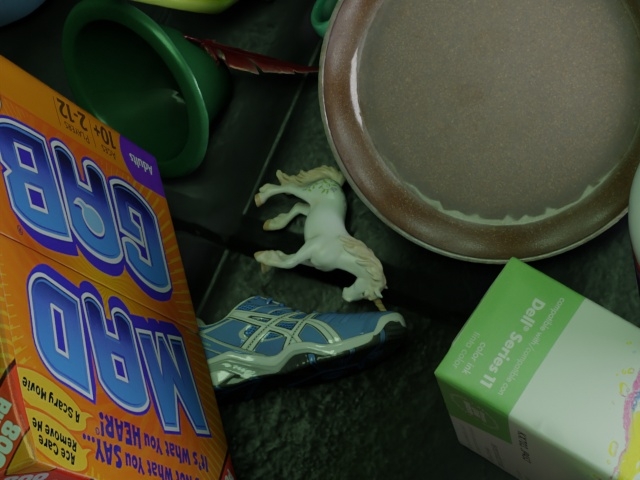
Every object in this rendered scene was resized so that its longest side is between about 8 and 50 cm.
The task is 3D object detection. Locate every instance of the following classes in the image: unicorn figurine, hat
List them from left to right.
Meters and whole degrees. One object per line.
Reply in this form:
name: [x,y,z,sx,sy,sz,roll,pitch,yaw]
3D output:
hat: [-0.105,-0.166,1.823,0.183,0.173,0.208,-36,86,-37]
unicorn figurine: [0.000,0.000,1.738,0.111,0.060,0.162,-8,70,10]

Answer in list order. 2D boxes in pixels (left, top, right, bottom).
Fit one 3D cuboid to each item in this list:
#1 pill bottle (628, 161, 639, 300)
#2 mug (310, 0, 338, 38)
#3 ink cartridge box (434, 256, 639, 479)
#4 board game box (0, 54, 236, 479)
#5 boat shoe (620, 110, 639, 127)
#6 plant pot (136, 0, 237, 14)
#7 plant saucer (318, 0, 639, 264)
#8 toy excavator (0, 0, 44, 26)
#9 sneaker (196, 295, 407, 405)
pill bottle: [0.334,0.023,1.517,0.181,0.323,0.181,-4,70,11]
mug: [0.063,-0.256,1.773,0.158,0.129,0.097,-9,41,-2]
ink cartridge box: [0.274,0.176,1.539,0.353,0.207,0.119,30,77,20]
board game box: [-0.325,0.098,1.583,0.356,0.356,0.356,-22,68,16]
boat shoe: [0.322,-0.147,1.727,0.153,0.048,0.056,-29,68,1]
plant pot: [-0.117,-0.349,1.704,0.228,0.227,0.207,-38,71,24]
plant saucer: [0.154,-0.136,1.707,0.311,0.050,0.310,1,97,6]
toy excavator: [-0.375,-0.237,1.838,0.433,0.222,0.445,-20,77,6]
sneaker: [-0.031,0.083,1.705,0.211,0.080,0.081,-11,71,8]
